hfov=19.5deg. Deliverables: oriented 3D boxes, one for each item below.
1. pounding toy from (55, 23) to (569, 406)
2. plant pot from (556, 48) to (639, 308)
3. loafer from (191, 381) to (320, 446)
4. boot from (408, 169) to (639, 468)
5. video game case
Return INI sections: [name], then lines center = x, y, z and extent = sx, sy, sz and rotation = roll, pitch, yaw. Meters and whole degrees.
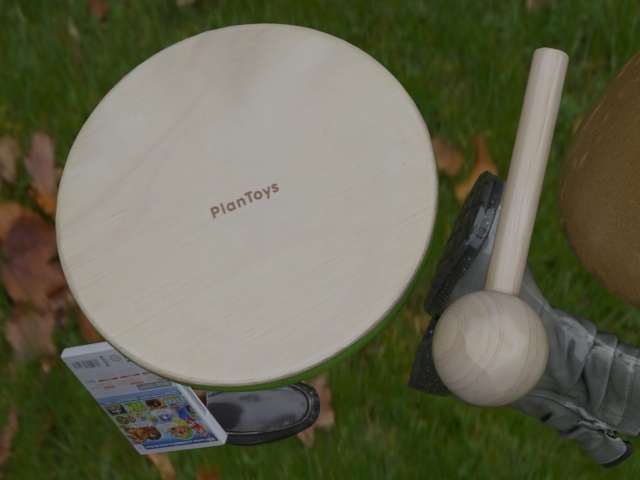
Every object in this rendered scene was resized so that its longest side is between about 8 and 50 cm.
[pounding toy]
center = 0.000, 0.000, 0.899
extent = 0.236, 0.110, 0.183
rotation = 4, 70, 13
[plant pot]
center = 0.328, -0.089, 1.576
extent = 0.237, 0.254, 0.237
rotation = -1, 66, 2
[loafer]
center = -0.086, 0.143, 1.575
extent = 0.170, 0.061, 0.062
rotation = -5, 79, 14
[boot]
center = 0.149, 0.053, 1.167
extent = 0.161, 0.246, 0.083
rotation = 21, 63, 9
[video game case]
center = -0.139, 0.124, 1.474
extent = 0.087, 0.122, 0.011
rotation = -11, 39, 31
